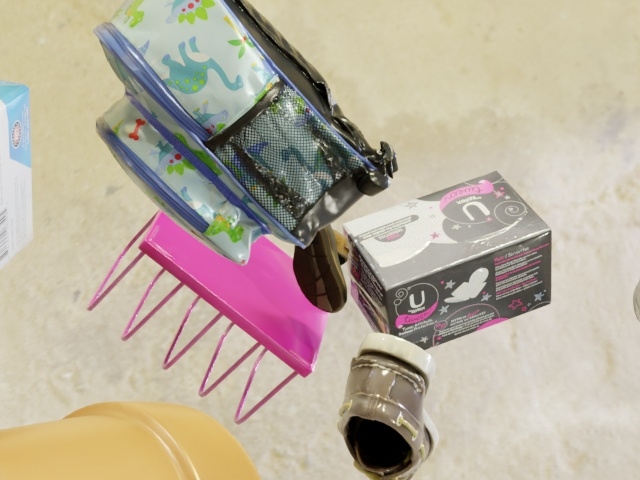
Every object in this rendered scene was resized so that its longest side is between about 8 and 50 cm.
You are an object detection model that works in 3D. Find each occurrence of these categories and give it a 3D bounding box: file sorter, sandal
[{"bbox_3d":[-0.159,0.092,1.604,0.290,0.182,0.202,39,29,-13],"label":"file sorter"},{"bbox_3d":[0.000,0.000,1.503,0.060,0.090,0.219,-32,117,-35],"label":"sandal"}]

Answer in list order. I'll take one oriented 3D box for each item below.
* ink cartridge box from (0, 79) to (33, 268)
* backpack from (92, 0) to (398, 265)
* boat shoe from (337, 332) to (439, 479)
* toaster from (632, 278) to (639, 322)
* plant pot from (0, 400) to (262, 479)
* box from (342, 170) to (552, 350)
[{"bbox_3d":[-0.451,-0.047,1.172,0.197,0.198,0.270,10,26,9],"label":"ink cartridge box"},{"bbox_3d":[-0.042,-0.050,0.446,0.084,0.105,0.114,-41,106,-2],"label":"backpack"},{"bbox_3d":[0.073,0.221,1.287,0.116,0.324,0.097,18,61,12],"label":"boat shoe"},{"bbox_3d":[0.380,0.027,0.970,0.146,0.227,0.129,-6,46,-32],"label":"toaster"},{"bbox_3d":[-0.195,0.246,0.768,0.203,0.291,0.291,19,68,-45],"label":"plant pot"},{"bbox_3d":[0.174,0.029,1.542,0.247,0.163,0.142,-18,131,-13],"label":"box"}]
